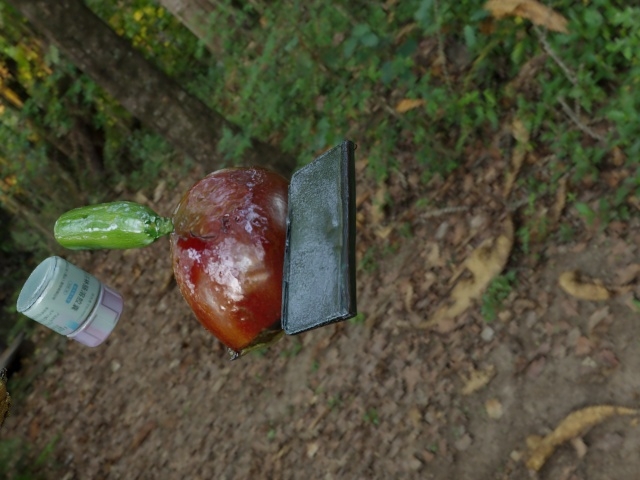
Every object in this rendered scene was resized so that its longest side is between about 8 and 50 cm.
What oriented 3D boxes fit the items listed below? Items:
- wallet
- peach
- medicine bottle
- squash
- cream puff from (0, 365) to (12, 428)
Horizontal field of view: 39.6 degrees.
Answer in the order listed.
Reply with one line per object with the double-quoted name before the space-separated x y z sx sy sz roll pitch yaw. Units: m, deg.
"wallet" 0.000 0.000 1.503 0.172 0.045 0.317 -26 54 43
"peach" -0.152 0.047 1.882 0.339 0.353 0.416 -42 56 20
"medicine bottle" -0.493 0.123 1.765 0.135 0.168 0.135 -34 36 29
"squash" -0.427 -0.028 1.809 0.379 0.101 0.101 0 49 45
"cream puff" -0.451 0.208 1.039 0.189 0.129 0.189 -6 59 9
